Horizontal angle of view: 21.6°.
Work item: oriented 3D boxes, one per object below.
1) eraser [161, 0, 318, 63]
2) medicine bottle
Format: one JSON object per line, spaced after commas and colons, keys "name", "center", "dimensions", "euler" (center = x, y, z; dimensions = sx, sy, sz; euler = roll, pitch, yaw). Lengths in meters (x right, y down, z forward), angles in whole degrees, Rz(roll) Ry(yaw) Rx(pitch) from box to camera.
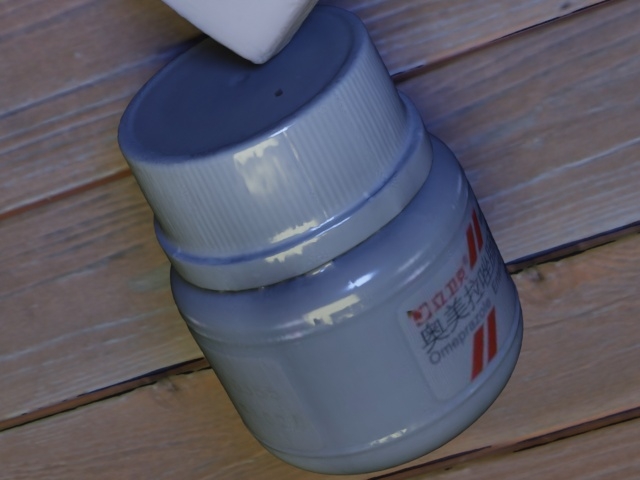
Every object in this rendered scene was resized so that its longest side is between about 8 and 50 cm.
{"name": "eraser", "center": [-0.030, -0.272, 1.126], "dimensions": [0.174, 0.095, 0.270], "euler": [40, 125, 2]}
{"name": "medicine bottle", "center": [0.000, 0.000, 1.283], "dimensions": [0.245, 0.245, 0.306], "euler": [-18, 123, 15]}
